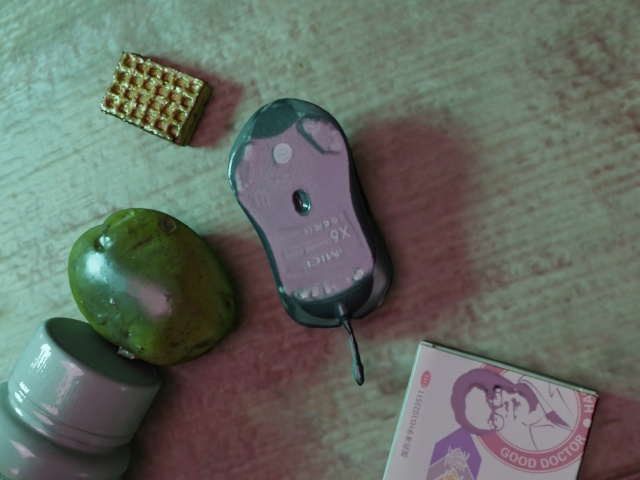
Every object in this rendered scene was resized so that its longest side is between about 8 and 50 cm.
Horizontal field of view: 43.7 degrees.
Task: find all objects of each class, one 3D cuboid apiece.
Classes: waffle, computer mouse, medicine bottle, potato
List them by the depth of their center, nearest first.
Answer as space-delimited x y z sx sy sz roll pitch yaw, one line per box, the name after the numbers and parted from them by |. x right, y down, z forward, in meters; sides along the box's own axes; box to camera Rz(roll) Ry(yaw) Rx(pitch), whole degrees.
0.000 0.000 1.027 0.167 0.090 0.379 -18 85 16 | computer mouse
-0.367 0.288 1.053 0.208 0.208 0.340 32 95 19 | medicine bottle
-0.229 0.062 1.065 0.197 0.148 0.228 -39 74 24 | potato
-0.236 -0.204 1.146 0.148 0.042 0.102 25 91 19 | waffle

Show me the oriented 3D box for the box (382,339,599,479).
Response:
0.178 0.317 0.946 0.214 0.069 0.353 15 88 19 | box
